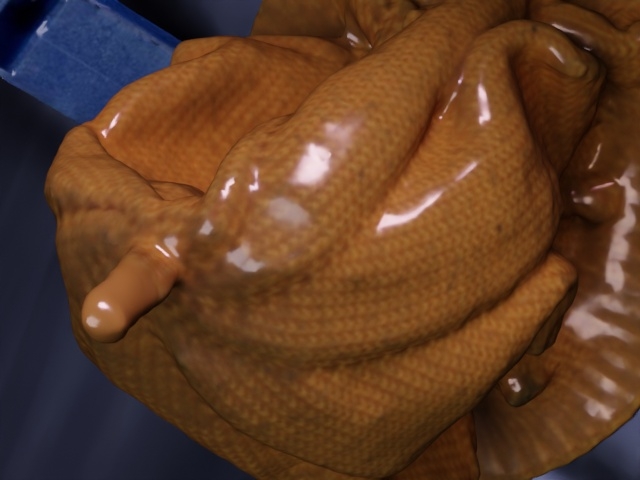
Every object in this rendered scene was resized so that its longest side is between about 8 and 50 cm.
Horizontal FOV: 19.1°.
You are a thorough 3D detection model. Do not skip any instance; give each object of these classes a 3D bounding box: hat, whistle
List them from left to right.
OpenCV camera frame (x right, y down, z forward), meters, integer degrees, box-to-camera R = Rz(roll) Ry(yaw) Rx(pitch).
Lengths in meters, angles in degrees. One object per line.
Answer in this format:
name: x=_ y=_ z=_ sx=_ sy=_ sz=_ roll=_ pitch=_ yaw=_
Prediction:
whistle: x=-0.117 y=-0.104 z=0.784 sx=0.158 sy=0.090 sz=0.090 roll=31 pitch=121 yaw=-22
hat: x=0.000 y=0.000 z=0.637 sx=0.244 sy=0.233 sz=0.233 roll=-19 pitch=91 yaw=32
